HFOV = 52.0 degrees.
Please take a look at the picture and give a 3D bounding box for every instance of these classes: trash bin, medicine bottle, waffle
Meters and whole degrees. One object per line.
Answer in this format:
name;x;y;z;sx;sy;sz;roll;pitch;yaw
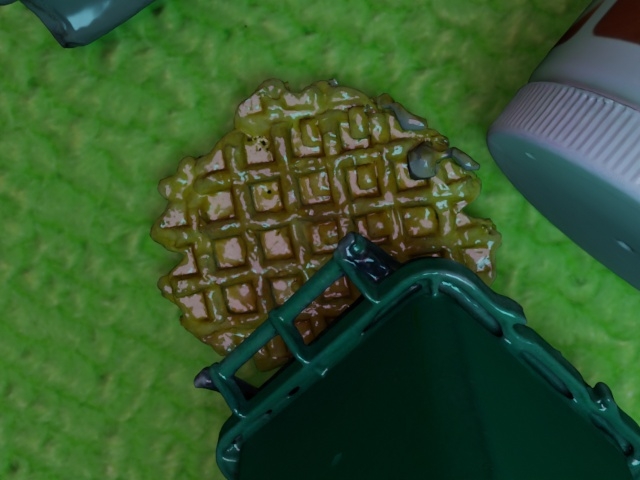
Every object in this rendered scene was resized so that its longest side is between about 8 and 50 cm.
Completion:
trash bin;0.066;0.202;0.374;0.295;0.381;0.259;41;109;-15
medicine bottle;0.284;-0.086;0.441;0.252;0.252;0.240;40;93;0
waffle;0.000;0.000;0.558;0.281;0.060;0.262;36;97;1

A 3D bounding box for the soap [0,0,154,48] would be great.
soap;-0.130;-0.402;0.461;0.435;0.213;0.350;-36;94;4
